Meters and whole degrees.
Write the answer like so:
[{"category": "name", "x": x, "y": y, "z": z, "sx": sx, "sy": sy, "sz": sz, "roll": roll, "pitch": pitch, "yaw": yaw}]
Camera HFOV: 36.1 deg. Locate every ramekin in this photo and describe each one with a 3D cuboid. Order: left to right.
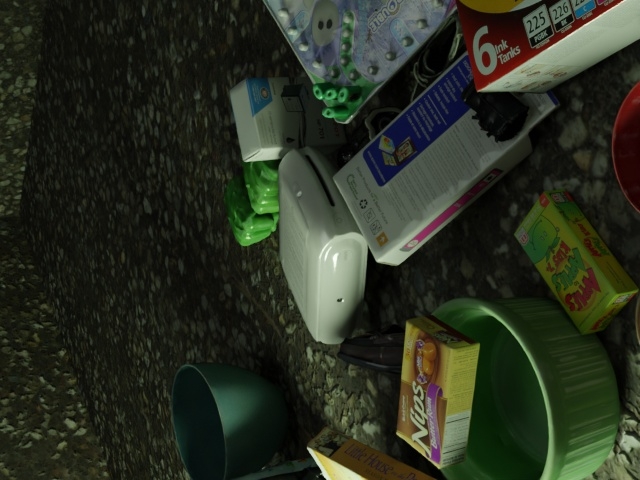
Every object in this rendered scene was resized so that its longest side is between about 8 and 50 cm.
[{"category": "ramekin", "x": 0.278, "y": 0.221, "z": 1.400, "sx": 0.303, "sy": 0.148, "sz": 0.304, "roll": 21, "pitch": 115, "yaw": 56}]

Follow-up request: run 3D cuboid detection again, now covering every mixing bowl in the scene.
[{"category": "mixing bowl", "x": 0.432, "y": -0.107, "z": 1.109, "sx": 0.181, "sy": 0.098, "sz": 0.182, "roll": 20, "pitch": 114, "yaw": 57}]

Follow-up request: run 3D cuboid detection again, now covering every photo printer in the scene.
[{"category": "photo printer", "x": 0.000, "y": 0.000, "z": 1.784, "sx": 0.308, "sy": 0.107, "sz": 0.256, "roll": 91, "pitch": 160, "yaw": -46}]

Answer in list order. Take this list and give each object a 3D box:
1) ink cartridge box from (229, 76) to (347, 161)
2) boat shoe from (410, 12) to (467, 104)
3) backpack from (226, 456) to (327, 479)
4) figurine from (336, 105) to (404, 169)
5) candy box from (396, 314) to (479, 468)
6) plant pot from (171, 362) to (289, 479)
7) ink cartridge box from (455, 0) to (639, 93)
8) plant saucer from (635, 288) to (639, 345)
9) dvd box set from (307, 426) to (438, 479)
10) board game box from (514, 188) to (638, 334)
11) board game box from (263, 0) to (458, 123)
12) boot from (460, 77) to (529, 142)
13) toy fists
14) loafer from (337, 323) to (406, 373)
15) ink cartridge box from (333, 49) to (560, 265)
[{"category": "ink cartridge box", "x": -0.059, "y": -0.228, "z": 1.828, "sx": 0.082, "sy": 0.190, "sz": 0.140, "roll": -23, "pitch": 77, "yaw": 58}, {"category": "boat shoe", "x": 0.181, "y": -0.272, "z": 1.526, "sx": 0.078, "sy": 0.070, "sz": 0.219, "roll": 64, "pitch": 146, "yaw": 28}, {"category": "backpack", "x": -0.119, "y": 0.592, "z": 1.963, "sx": 0.273, "sy": 0.355, "sz": 0.290, "roll": -19, "pitch": 81, "yaw": 60}, {"category": "figurine", "x": 0.099, "y": -0.097, "z": 1.709, "sx": 0.209, "sy": 0.092, "sz": 0.215, "roll": 145, "pitch": 113, "yaw": -65}, {"category": "candy box", "x": 0.164, "y": 0.212, "z": 1.392, "sx": 0.109, "sy": 0.053, "sz": 0.187, "roll": 31, "pitch": 122, "yaw": 53}, {"category": "plant pot", "x": -0.186, "y": 0.402, "z": 2.188, "sx": 0.290, "sy": 0.195, "sz": 0.290, "roll": 22, "pitch": 115, "yaw": 57}, {"category": "ink cartridge box", "x": 0.305, "y": -0.366, "z": 1.221, "sx": 0.309, "sy": 0.130, "sz": 0.272, "roll": -29, "pitch": 69, "yaw": 55}, {"category": "plant saucer", "x": 0.451, "y": 0.107, "z": 1.191, "sx": 0.198, "sy": 0.036, "sz": 0.199, "roll": 20, "pitch": 113, "yaw": 58}, {"category": "dvd box set", "x": 0.163, "y": 0.478, "z": 1.594, "sx": 0.308, "sy": 0.062, "sz": 0.420, "roll": 60, "pitch": 158, "yaw": -19}, {"category": "board game box", "x": 0.345, "y": 0.027, "z": 1.343, "sx": 0.181, "sy": 0.043, "sz": 0.092, "roll": 62, "pitch": 144, "yaw": 31}, {"category": "board game box", "x": 0.045, "y": -0.454, "z": 1.581, "sx": 0.390, "sy": 0.050, "sz": 0.390, "roll": -43, "pitch": 69, "yaw": 37}, {"category": "boot", "x": 0.255, "y": -0.205, "z": 1.368, "sx": 0.121, "sy": 0.045, "sz": 0.099, "roll": -54, "pitch": 51, "yaw": 28}, {"category": "toy fists", "x": -0.128, "y": -0.095, "z": 2.078, "sx": 0.279, "sy": 0.096, "sz": 0.142, "roll": 122, "pitch": 142, "yaw": -50}, {"category": "loafer", "x": 0.147, "y": 0.185, "z": 1.686, "sx": 0.302, "sy": 0.109, "sz": 0.095, "roll": 4, "pitch": 81, "yaw": 53}, {"category": "ink cartridge box", "x": 0.188, "y": -0.140, "z": 1.480, "sx": 0.371, "sy": 0.069, "sz": 0.176, "roll": -43, "pitch": 57, "yaw": 29}]
